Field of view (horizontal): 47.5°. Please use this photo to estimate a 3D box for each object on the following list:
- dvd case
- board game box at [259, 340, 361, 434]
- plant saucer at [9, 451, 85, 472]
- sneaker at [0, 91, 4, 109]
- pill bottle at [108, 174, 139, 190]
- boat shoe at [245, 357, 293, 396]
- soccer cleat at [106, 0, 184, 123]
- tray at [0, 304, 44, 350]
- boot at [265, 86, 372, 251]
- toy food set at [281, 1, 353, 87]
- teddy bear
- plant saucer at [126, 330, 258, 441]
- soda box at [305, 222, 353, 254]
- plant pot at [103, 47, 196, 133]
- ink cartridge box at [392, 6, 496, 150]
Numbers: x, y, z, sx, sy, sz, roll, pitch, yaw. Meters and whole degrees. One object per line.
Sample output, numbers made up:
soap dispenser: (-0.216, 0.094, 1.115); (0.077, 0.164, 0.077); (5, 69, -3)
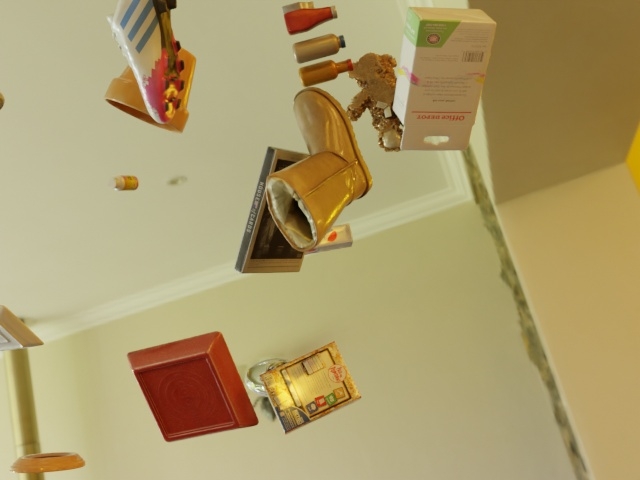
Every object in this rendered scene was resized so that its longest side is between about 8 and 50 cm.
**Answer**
dvd case: (-0.069, -0.053, 1.392); (0.030, 0.238, 0.179); (24, 13, 34)
board game box: (-0.024, 0.340, 1.682); (0.194, 0.146, 0.045); (-22, -17, -10)
plant saucer: (-0.761, 0.618, 2.034); (0.200, 0.037, 0.200); (-3, -11, -1)
sneaker: (-0.896, -0.293, 1.800); (0.281, 0.115, 0.105); (-40, -15, -43)
pill bottle: (-0.541, -0.157, 1.996); (0.043, 0.043, 0.083); (-25, -8, 29)
boat shoe: (-0.095, 0.346, 1.890); (0.302, 0.109, 0.094); (-8, -34, 40)
soccer cleat: (-0.374, -0.416, 1.541); (0.143, 0.331, 0.116); (5, 21, 11)
tray: (-0.785, 0.219, 1.691); (0.270, 0.030, 0.145); (-10, -50, 27)
boot: (-0.017, -0.133, 1.221); (0.089, 0.236, 0.269); (-30, 6, 31)
toy food set: (-0.014, -0.420, 1.377); (0.105, 0.232, 0.111); (-14, -2, 2)
teddy bear: (0.205, -0.414, 2.213); (0.245, 0.338, 0.113); (-44, -25, 2)
plant saucer: (-0.308, 0.359, 1.709); (0.259, 0.258, 0.047); (-15, 16, 16)
soda box: (0.000, 0.000, 2.515); (0.216, 0.069, 0.074); (-10, -16, -4)
plant pot: (-0.403, -0.392, 1.802); (0.205, 0.187, 0.205); (22, -2, 1)
ink cartridge box: (0.311, -0.416, 1.904); (0.207, 0.119, 0.353); (-1, -57, -12)
